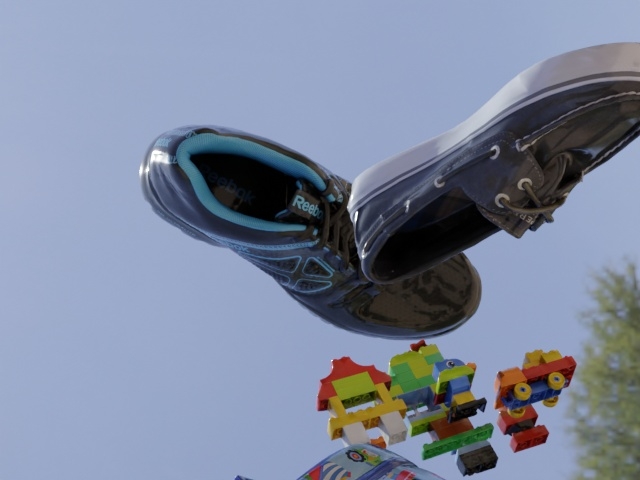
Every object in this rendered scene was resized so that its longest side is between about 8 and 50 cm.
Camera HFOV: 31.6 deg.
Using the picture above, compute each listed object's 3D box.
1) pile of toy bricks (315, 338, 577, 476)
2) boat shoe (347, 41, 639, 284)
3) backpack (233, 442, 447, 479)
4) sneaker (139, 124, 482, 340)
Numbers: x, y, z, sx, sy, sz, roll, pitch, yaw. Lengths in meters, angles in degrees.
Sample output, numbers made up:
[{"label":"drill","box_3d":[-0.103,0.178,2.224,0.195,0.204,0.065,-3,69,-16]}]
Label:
[{"label":"pile of toy bricks","box_3d":[0.092,0.126,0.932,0.118,0.212,0.105,96,154,-46]},{"label":"boat shoe","box_3d":[0.104,-0.033,0.653,0.080,0.228,0.076,26,-128,-41]},{"label":"backpack","box_3d":[-0.008,0.161,0.516,0.173,0.117,0.158,-52,-26,2]},{"label":"sneaker","box_3d":[0.000,0.000,1.009,0.340,0.139,0.125,23,-98,-13]}]
